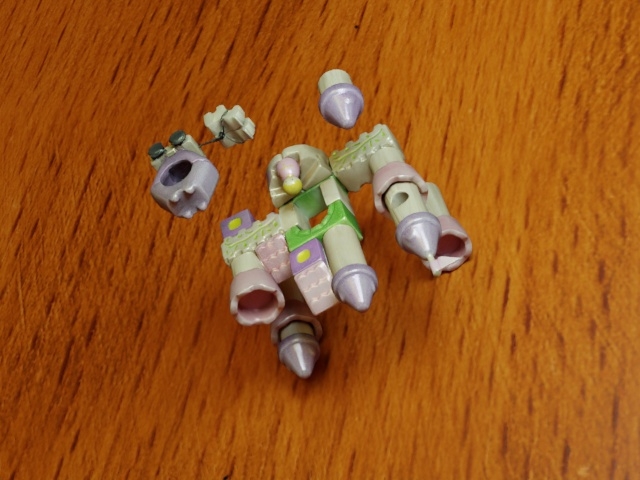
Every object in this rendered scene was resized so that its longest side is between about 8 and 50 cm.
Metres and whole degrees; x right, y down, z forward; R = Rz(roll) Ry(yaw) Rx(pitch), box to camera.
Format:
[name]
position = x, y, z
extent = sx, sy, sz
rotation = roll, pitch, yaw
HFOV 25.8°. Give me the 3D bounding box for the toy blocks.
[toy blocks]
position = 0.000, 0.000, 1.641
extent = 0.288, 0.309, 0.260
rotation = -30, 38, 12
